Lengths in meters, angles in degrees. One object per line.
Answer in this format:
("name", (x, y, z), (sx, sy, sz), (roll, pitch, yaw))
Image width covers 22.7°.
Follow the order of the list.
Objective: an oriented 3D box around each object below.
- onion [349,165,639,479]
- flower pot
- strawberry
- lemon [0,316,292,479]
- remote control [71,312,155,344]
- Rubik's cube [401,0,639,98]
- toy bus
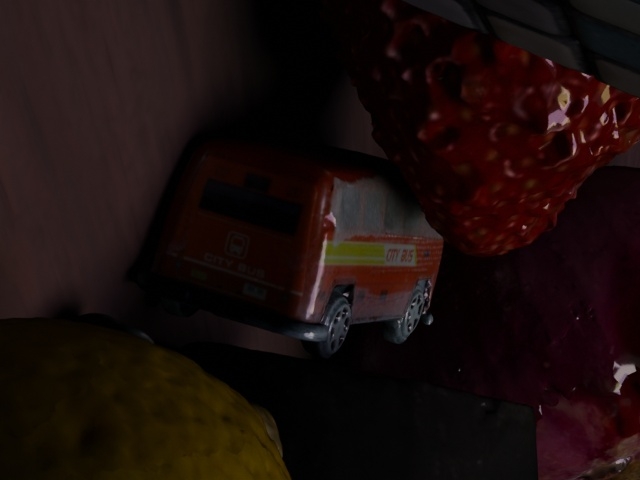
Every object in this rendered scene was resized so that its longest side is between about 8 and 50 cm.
("onion", (0.181, 0.071, 1.316), (0.358, 0.345, 0.358), (-32, 147, -25))
("flower pot", (-0.007, 0.199, 0.954), (0.379, 0.379, 0.251), (27, 74, -70))
("strawberry", (0.098, -0.131, 0.930), (0.257, 0.261, 0.261), (-44, 168, 25))
("lemon", (-0.133, 0.161, 0.689), (0.267, 0.267, 0.267), (-50, 155, -33))
("remote control", (-0.159, 0.139, 0.846), (0.042, 0.072, 0.222), (42, 73, -46))
("Rubik's cube", (0.082, -0.257, 0.653), (0.287, 0.293, 0.292), (-63, 158, -3))
("toy bus", (0.000, 0.000, 1.012), (0.265, 0.121, 0.120), (1, 104, -68))
